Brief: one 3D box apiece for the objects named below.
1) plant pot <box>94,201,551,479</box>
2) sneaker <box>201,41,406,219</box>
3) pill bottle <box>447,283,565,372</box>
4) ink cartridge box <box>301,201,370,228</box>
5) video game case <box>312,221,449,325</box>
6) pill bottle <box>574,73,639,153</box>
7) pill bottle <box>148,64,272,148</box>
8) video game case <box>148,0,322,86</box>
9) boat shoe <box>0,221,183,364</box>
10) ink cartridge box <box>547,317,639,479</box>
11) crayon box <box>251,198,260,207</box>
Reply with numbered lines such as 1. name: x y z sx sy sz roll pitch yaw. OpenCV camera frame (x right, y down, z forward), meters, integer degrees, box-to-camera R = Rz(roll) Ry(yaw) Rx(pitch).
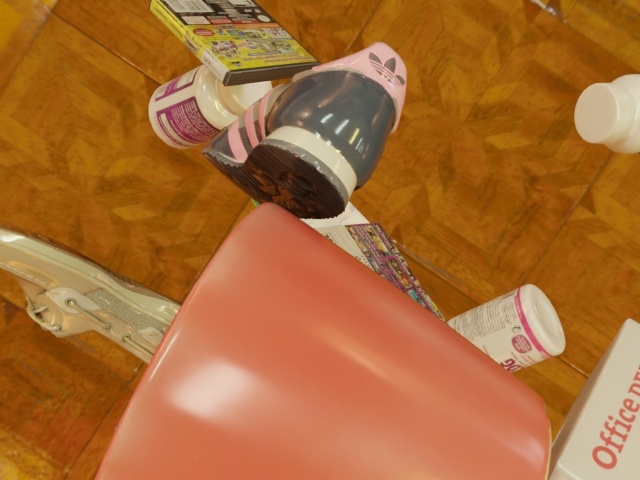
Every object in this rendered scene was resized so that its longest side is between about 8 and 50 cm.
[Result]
1. plant pot: 0.009 0.142 0.497 0.243 0.275 0.275 26 94 3
2. sneaker: -0.017 -0.096 0.641 0.112 0.319 0.131 40 80 -21
3. pill bottle: 0.372 0.222 1.523 0.283 0.160 0.160 -31 91 31
4. ink cartridge box: 0.000 0.000 1.218 0.212 0.093 0.154 45 57 2
5. video game case: 0.085 0.082 0.884 0.041 0.210 0.232 -39 77 24
6. pill bottle: 0.740 -0.283 1.560 0.318 0.176 0.177 -4 93 -22
7. pill bottle: -0.255 -0.324 1.617 0.301 0.169 0.170 -8 93 45
8. video game case: -0.166 -0.411 1.398 0.248 0.274 0.035 46 129 18
9. boat shoe: -0.281 0.067 0.789 0.302 0.109 0.098 32 81 -35
10. ink cartridge box: 0.338 0.232 0.553 0.306 0.226 0.131 31 131 21
11. crayon box: -0.111 -0.161 1.820 0.279 0.165 0.081 57 140 34
